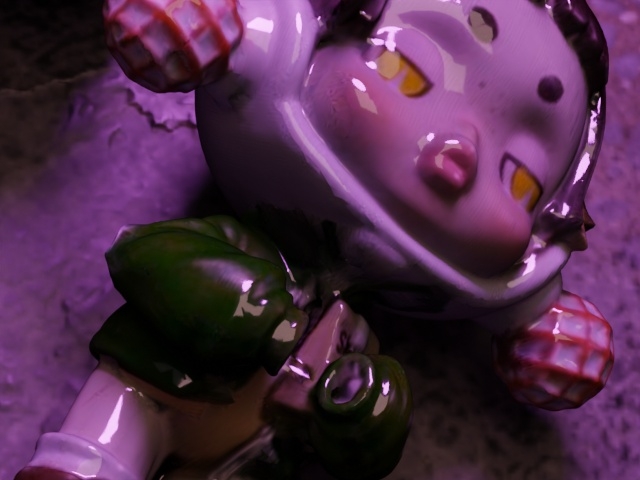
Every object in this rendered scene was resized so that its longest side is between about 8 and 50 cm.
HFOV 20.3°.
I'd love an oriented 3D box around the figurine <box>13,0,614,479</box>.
[{"bbox_3d":[0.000,0.000,0.759,0.281,0.167,0.370,39,69,-23],"label":"figurine"}]
